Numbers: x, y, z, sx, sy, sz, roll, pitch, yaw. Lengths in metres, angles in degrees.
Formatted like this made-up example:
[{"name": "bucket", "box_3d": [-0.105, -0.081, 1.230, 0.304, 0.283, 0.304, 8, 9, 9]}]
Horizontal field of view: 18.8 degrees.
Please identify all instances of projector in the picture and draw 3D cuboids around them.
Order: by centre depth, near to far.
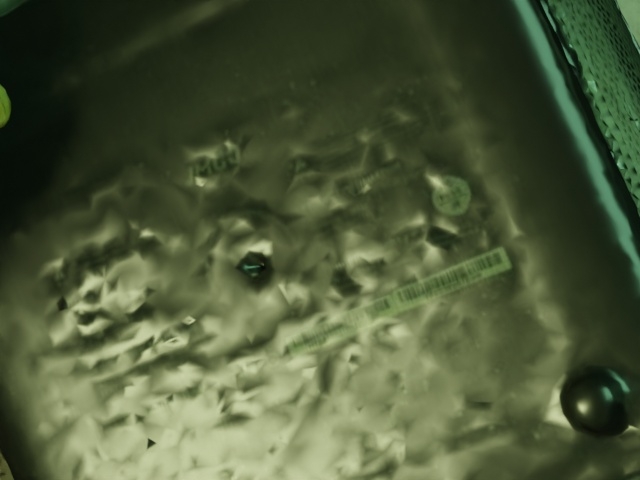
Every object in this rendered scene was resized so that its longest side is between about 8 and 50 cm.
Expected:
[{"name": "projector", "box_3d": [0.000, 0.000, 1.095, 0.405, 0.395, 0.242, 66, 20, 0]}]

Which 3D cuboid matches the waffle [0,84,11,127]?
[{"name": "waffle", "box_3d": [-0.359, -0.055, 0.971, 0.379, 0.095, 0.382, 45, 88, -6]}]
